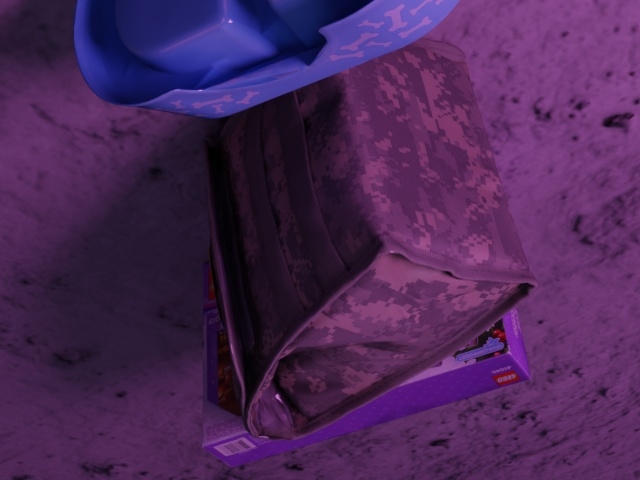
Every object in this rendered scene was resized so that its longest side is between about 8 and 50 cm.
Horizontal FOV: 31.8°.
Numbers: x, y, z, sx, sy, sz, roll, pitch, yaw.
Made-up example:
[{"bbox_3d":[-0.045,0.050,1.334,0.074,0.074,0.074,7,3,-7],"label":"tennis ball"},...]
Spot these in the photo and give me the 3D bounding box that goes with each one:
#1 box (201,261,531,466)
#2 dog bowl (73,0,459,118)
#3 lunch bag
[{"bbox_3d":[0.029,0.070,1.017,0.293,0.201,0.057,-20,141,20],"label":"box"},{"bbox_3d":[-0.028,-0.171,0.703,0.297,0.166,0.074,-16,156,33],"label":"dog bowl"},{"bbox_3d":[0.000,0.000,0.888,0.168,0.235,0.287,12,140,-31],"label":"lunch bag"}]
